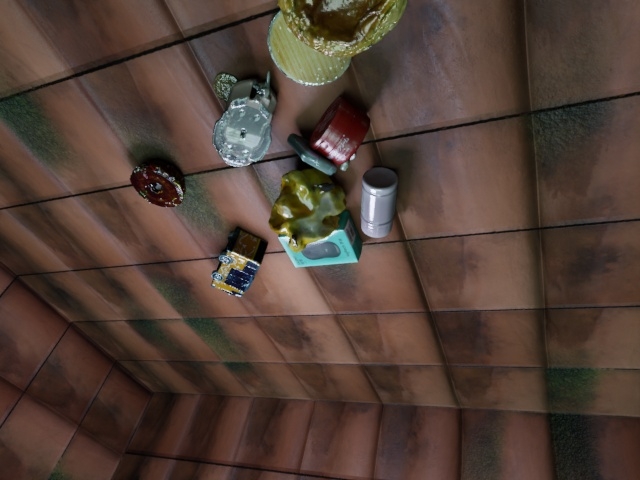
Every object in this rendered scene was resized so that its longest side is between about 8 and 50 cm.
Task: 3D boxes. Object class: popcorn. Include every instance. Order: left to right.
[{"bbox_3d":[-0.059,-0.134,1.772,0.315,0.281,0.297,-35,120,-4],"label":"popcorn"}]

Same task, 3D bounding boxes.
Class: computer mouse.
[{"bbox_3d":[-0.254,-0.424,1.616,0.199,0.115,0.389,13,129,-21],"label":"computer mouse"}]

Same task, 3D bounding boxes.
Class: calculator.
[{"bbox_3d":[-0.032,-0.297,1.605,0.141,0.246,0.045,25,107,-32],"label":"calculator"}]

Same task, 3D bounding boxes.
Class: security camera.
[{"bbox_3d":[0.093,-0.284,1.662,0.058,0.092,0.058,8,137,8],"label":"security camera"}]

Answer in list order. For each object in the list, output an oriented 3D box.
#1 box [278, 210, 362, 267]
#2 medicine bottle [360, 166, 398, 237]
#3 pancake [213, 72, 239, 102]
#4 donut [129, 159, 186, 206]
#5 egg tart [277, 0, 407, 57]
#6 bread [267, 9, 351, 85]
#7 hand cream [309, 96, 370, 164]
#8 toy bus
[{"bbox_3d":[0.000,0.000,1.982,0.310,0.118,0.205,-5,132,23],"label":"box"},{"bbox_3d":[0.216,-0.138,1.748,0.133,0.133,0.250,7,137,11],"label":"medicine bottle"},{"bbox_3d":[-0.314,-0.517,1.604,0.114,0.011,0.115,9,138,9],"label":"pancake"},{"bbox_3d":[-0.671,-0.242,1.963,0.234,0.089,0.235,10,139,9],"label":"donut"},{"bbox_3d":[0.057,-0.660,1.210,0.351,0.150,0.352,7,127,9],"label":"egg tart"},{"bbox_3d":[-0.030,-0.590,1.410,0.266,0.041,0.267,10,138,9],"label":"bread"},{"bbox_3d":[0.062,-0.354,1.522,0.125,0.193,0.193,29,137,-17],"label":"hand cream"},{"bbox_3d":[-0.386,0.112,2.201,0.194,0.162,0.323,23,136,-11],"label":"toy bus"}]
